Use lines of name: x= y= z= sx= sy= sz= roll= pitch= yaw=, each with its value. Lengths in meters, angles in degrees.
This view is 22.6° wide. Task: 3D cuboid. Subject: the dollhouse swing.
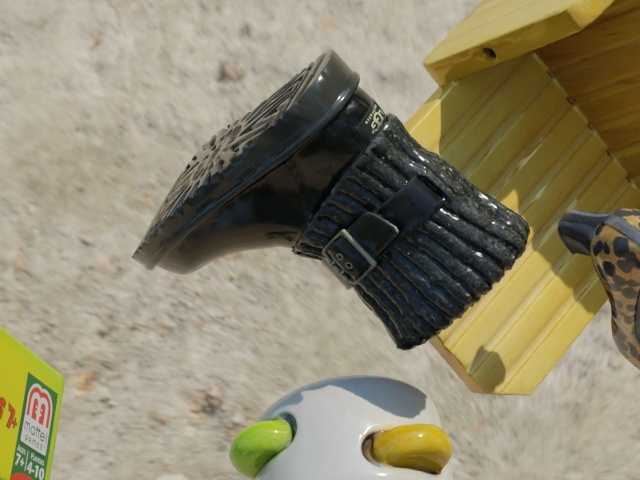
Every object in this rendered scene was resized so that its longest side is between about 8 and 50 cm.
dollhouse swing: x=0.257 y=-0.048 z=1.565 sx=0.347 sy=0.315 sz=0.305 roll=50 pitch=53 yaw=-18

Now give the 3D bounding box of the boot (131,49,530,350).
boot: x=-0.001 y=0.002 z=1.504 sx=0.260 sy=0.348 sz=0.131 roll=42 pitch=47 yaw=-15

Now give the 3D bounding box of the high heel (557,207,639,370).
high heel: x=0.328 y=0.075 z=1.455 sx=0.093 sy=0.186 sz=0.261 roll=-44 pitch=100 yaw=-4

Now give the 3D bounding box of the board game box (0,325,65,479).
board game box: x=-0.173 y=0.042 z=0.436 sx=0.181 sy=0.092 sz=0.043 roll=-1 pitch=67 yaw=16

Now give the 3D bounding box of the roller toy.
roller toy: x=0.034 y=0.233 z=1.537 sx=0.209 sy=0.191 sz=0.146 roll=-16 pitch=53 yaw=7
